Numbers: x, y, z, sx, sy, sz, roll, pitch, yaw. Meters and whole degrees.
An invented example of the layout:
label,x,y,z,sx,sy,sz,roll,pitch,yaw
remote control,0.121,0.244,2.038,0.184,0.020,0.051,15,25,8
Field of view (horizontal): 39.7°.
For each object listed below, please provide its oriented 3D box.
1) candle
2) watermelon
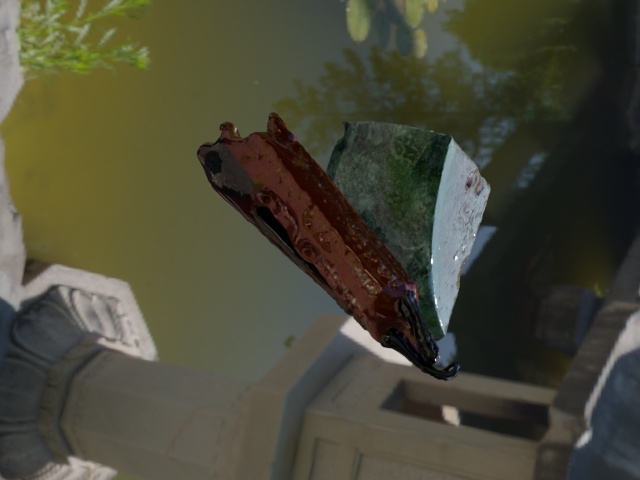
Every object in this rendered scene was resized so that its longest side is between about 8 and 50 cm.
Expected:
label,x,y,z,sx,sy,sz,roll,pitch,yaw
candle,0.000,0.000,0.669,0.059,0.302,0.084,-1,130,-45
watermelon,0.143,-0.029,1.313,0.258,0.228,0.387,-34,137,-36
